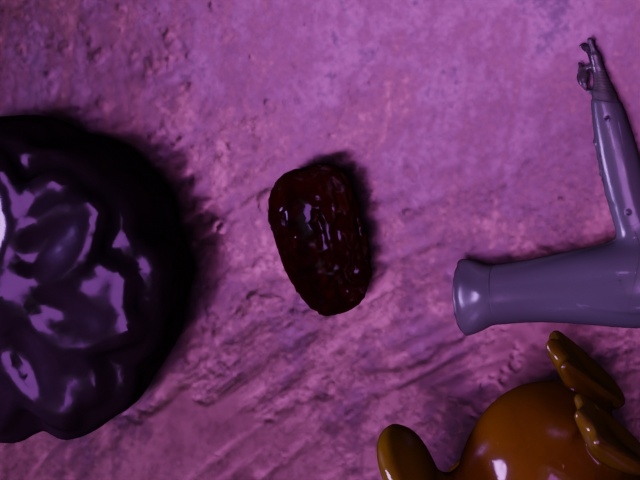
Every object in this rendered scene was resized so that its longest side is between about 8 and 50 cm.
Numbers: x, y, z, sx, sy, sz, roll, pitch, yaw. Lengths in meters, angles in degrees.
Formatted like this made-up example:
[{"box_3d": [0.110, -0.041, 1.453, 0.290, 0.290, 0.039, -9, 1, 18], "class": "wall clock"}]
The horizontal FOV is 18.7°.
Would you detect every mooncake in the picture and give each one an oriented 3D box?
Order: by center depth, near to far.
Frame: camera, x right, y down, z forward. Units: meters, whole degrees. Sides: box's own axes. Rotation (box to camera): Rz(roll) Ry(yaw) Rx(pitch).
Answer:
[{"box_3d": [-0.252, 0.038, 1.642, 0.283, 0.141, 0.283, 3, 100, 14], "class": "mooncake"}]

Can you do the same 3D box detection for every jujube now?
[{"box_3d": [0.000, 0.000, 1.616, 0.077, 0.077, 0.129, -10, 107, 14], "class": "jujube"}]

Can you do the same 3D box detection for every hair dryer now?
[{"box_3d": [0.204, -0.044, 1.577, 0.206, 0.075, 0.237, -3, 92, 19], "class": "hair dryer"}]

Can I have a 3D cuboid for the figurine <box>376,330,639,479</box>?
[{"box_3d": [0.155, 0.208, 1.550, 0.228, 0.215, 0.215, -23, 94, 8], "class": "figurine"}]
